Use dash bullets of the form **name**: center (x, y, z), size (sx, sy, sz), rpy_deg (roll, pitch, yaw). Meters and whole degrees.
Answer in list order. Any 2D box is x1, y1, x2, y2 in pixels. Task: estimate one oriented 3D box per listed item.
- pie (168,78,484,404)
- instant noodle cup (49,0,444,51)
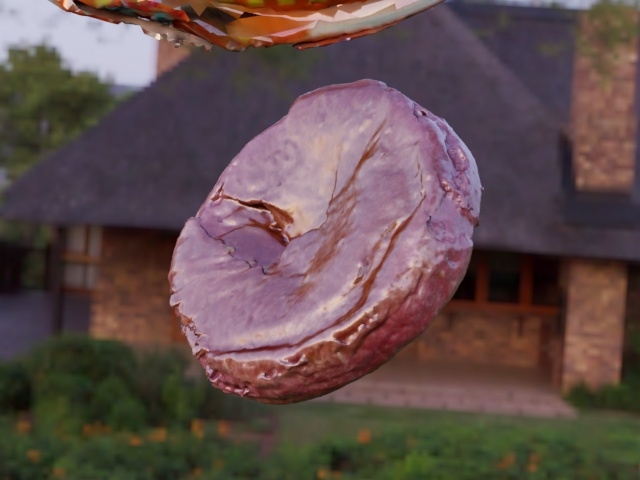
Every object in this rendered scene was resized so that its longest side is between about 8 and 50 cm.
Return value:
- **pie**: center (0.000, 0.000, 0.882), size (0.182, 0.182, 0.049), rpy_deg (6, -26, 45)
- **instant noodle cup**: center (-0.010, -0.164, 0.389), size (0.193, 0.193, 0.212), rpy_deg (4, -14, -2)
